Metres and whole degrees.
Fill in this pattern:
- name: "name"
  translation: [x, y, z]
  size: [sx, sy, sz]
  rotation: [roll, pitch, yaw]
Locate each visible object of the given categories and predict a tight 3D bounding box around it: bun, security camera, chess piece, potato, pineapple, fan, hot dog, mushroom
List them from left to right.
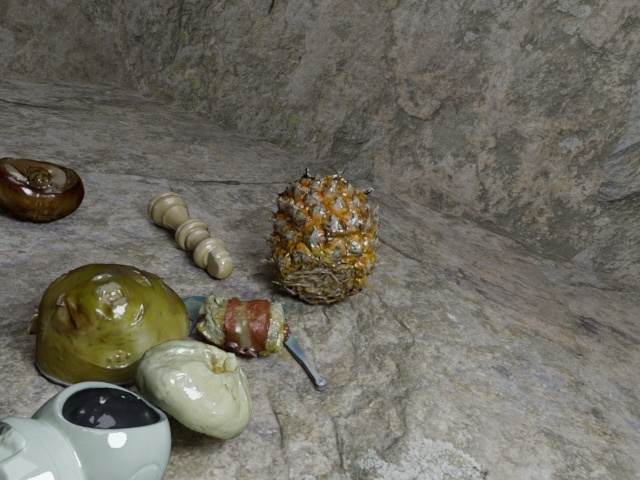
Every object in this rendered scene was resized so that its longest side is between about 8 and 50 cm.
- name: "mushroom"
  translation: [-0.805, -0.148, 1.301]
  size: [0.253, 0.153, 0.253]
  rotation: [23, 17, -7]
- name: "security camera"
  translation: [-0.310, 0.290, 0.598]
  size: [0.194, 0.194, 0.236]
  rotation: [29, 20, 27]
- name: "potato"
  translation: [-0.382, 0.133, 0.905]
  size: [0.246, 0.196, 0.300]
  rotation: [26, 21, 16]
- name: "chess piece"
  translation: [-0.374, -0.014, 1.373]
  size: [0.117, 0.117, 0.397]
  rotation: [-6, 33, -45]
- name: "fan"
  translation: [-0.291, 0.179, 1.105]
  size: [0.113, 0.005, 0.175]
  rotation: [16, 20, -5]
- name: "bun"
  translation: [-0.199, 0.233, 0.777]
  size: [0.222, 0.127, 0.222]
  rotation: [28, -19, 11]
- name: "hot dog"
  translation: [-0.173, 0.195, 1.042]
  size: [0.213, 0.103, 0.146]
  rotation: [9, 43, 3]
- name: "fan"
  translation: [-0.068, 0.251, 1.085]
  size: [0.057, 0.023, 0.282]
  rotation: [4, 24, -33]
- name: "pineapple"
  translation: [0.003, 0.000, 1.300]
  size: [0.352, 0.352, 0.300]
  rotation: [14, 46, -8]
